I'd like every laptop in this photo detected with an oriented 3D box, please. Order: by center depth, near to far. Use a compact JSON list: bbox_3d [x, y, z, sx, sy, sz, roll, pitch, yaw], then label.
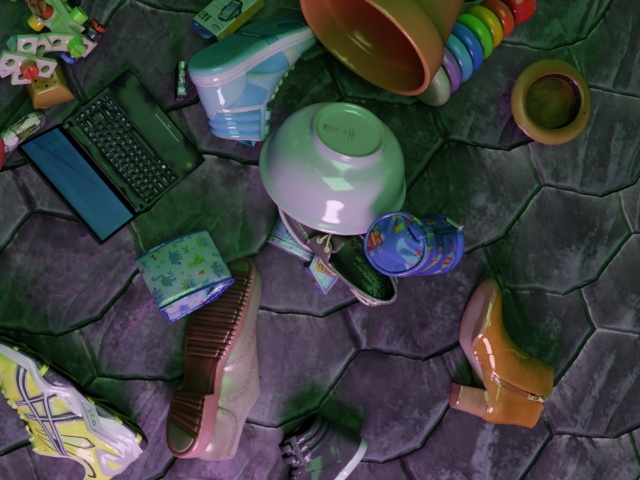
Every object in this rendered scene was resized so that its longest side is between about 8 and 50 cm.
[{"bbox_3d":[-0.385,-0.162,1.712,0.264,0.136,0.234,-41,98,-9],"label":"laptop"}]

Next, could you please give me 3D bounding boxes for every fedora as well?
[{"bbox_3d":[0.475,-0.288,1.927,0.194,0.079,0.194,1,88,-18],"label":"fedora"}]

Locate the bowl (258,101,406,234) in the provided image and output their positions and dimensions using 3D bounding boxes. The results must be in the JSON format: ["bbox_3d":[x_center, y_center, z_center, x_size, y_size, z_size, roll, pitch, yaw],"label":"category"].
[{"bbox_3d":[0.040,-0.166,1.731,0.298,0.134,0.297,9,51,-11],"label":"bowl"}]

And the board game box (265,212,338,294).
[{"bbox_3d":[0.000,0.000,1.834,0.194,0.060,0.194,25,84,-11],"label":"board game box"}]

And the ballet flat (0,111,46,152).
[{"bbox_3d":[-0.570,-0.207,1.721,0.114,0.041,0.041,-39,98,-9],"label":"ballet flat"}]

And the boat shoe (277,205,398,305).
[{"bbox_3d":[0.040,0.008,1.764,0.109,0.091,0.305,-44,99,-8],"label":"boat shoe"}]

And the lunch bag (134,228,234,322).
[{"bbox_3d":[-0.256,0.062,1.742,0.151,0.096,0.128,-30,68,-5],"label":"lunch bag"}]

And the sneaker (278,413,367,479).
[{"bbox_3d":[-0.050,0.472,1.806,0.147,0.104,0.295,41,76,-7],"label":"sneaker"}]

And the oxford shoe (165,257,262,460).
[{"bbox_3d":[-0.181,0.233,1.781,0.146,0.140,0.397,25,79,-42],"label":"oxford shoe"}]

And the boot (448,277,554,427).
[{"bbox_3d":[0.396,0.237,1.907,0.211,0.104,0.295,12,92,-17],"label":"boot"}]

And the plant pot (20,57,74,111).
[{"bbox_3d":[-0.515,-0.297,1.710,0.082,0.083,0.081,-22,94,-12],"label":"plant pot"}]

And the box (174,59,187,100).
[{"bbox_3d":[-0.270,-0.308,1.763,0.018,0.083,0.067,1,91,-13],"label":"box"}]

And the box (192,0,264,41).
[{"bbox_3d":[-0.185,-0.444,1.789,0.136,0.028,0.081,-44,58,-7],"label":"box"}]

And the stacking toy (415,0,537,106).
[{"bbox_3d":[0.317,-0.423,1.871,0.330,0.141,0.141,-40,98,-13],"label":"stacking toy"}]

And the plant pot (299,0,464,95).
[{"bbox_3d":[0.135,-0.440,1.683,0.291,0.291,0.203,39,78,-9],"label":"plant pot"}]

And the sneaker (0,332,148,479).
[{"bbox_3d":[-0.506,0.311,1.683,0.385,0.145,0.147,40,82,-8],"label":"sneaker"}]

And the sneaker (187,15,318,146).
[{"bbox_3d":[-0.115,-0.307,1.792,0.319,0.127,0.208,-33,130,-33],"label":"sneaker"}]

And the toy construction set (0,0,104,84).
[{"bbox_3d":[-0.515,-0.421,1.633,0.151,0.215,0.327,-28,67,19],"label":"toy construction set"}]

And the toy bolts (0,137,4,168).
[{"bbox_3d":[-0.685,-0.109,1.629,0.159,0.218,0.228,2,72,8],"label":"toy bolts"}]

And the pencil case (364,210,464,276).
[{"bbox_3d":[0.193,0.006,1.758,0.133,0.306,0.119,-38,76,19],"label":"pencil case"}]
